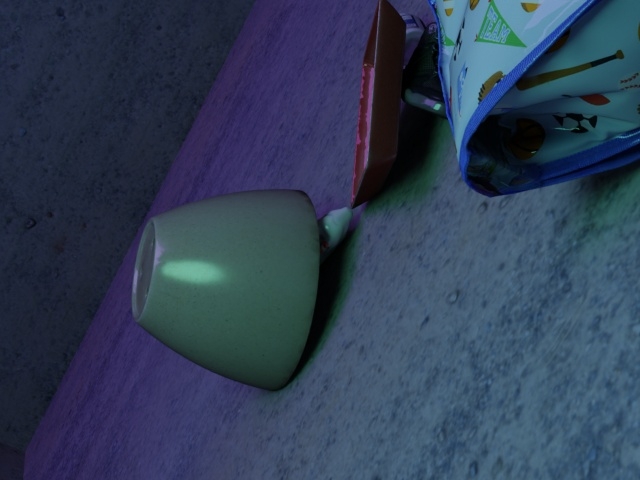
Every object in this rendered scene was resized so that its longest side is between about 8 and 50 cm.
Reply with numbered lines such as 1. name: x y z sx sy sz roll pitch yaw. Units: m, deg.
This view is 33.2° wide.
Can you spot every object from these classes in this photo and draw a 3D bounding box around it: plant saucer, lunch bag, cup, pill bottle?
1. plant saucer: 0.088 -0.197 1.612 0.259 0.048 0.258 102 173 -78
2. lunch bag: 0.262 -0.263 1.045 0.385 0.239 0.327 -41 40 39
3. cup: -0.168 0.062 1.716 0.331 0.237 0.331 -170 90 -71
4. pill bottle: 0.147 -0.338 1.788 0.067 0.067 0.120 -56 19 22

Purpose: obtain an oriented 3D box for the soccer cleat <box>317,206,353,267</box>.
1. soccer cleat: 0.000 0.000 1.761 0.076 0.068 0.196 -40 0 -25

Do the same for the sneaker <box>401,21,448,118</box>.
1. sneaker: 0.175 -0.249 1.556 0.227 0.087 0.130 -98 31 -69
